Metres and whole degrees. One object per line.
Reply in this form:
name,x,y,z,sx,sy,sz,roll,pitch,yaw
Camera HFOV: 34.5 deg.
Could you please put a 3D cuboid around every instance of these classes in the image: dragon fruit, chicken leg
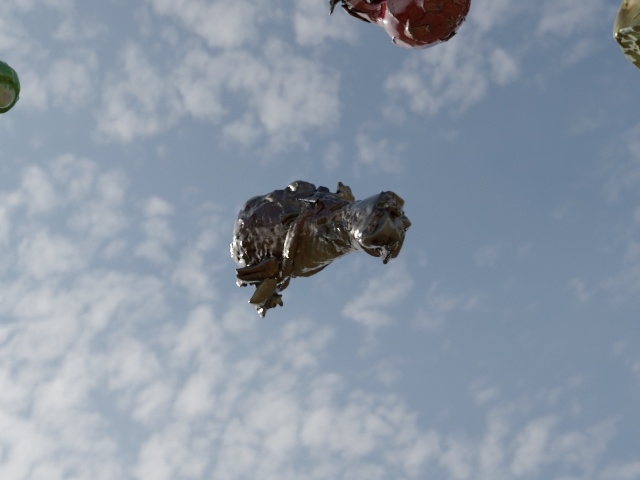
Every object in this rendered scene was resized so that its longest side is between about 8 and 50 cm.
dragon fruit,0.096,-0.278,1.262,0.190,0.094,0.094,3,-30,31
chicken leg,0.002,-0.005,0.869,0.196,0.125,0.080,-18,-57,36

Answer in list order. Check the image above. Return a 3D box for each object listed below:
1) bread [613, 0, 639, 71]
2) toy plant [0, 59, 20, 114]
bread,0.500,-0.321,1.298,0.252,0.238,0.196,-63,-12,-9
toy plant,-0.396,-0.137,0.904,0.224,0.316,0.184,-10,-65,-28
